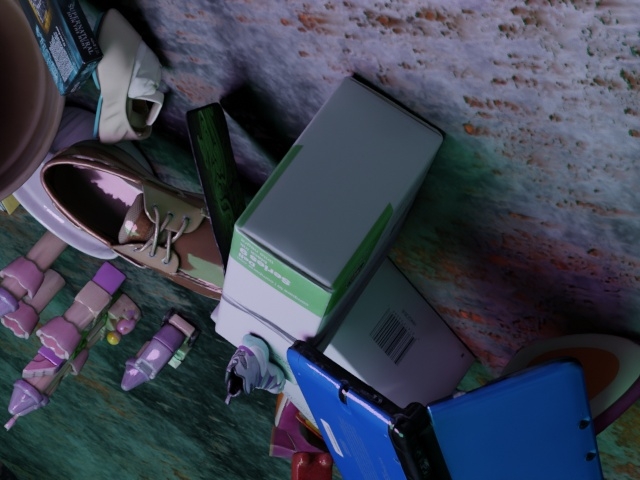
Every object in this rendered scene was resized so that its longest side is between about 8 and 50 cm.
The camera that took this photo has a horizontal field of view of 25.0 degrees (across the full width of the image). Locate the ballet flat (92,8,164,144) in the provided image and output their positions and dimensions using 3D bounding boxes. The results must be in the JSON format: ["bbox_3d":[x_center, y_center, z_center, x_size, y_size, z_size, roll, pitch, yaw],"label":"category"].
[{"bbox_3d":[-0.219,-0.183,1.663,0.086,0.086,0.248,35,157,7],"label":"ballet flat"}]

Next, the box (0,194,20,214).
[{"bbox_3d":[-0.560,-0.125,2.239,0.232,0.058,0.087,26,154,26],"label":"box"}]

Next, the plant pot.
[{"bbox_3d":[-0.505,-0.201,1.777,0.323,0.323,0.280,49,169,-25],"label":"plant pot"}]

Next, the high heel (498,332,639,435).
[{"bbox_3d":[0.261,0.212,1.626,0.181,0.127,0.377,22,145,-33],"label":"high heel"}]

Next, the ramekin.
[{"bbox_3d":[-0.317,-0.083,1.918,0.207,0.109,0.207,30,154,16],"label":"ramekin"}]

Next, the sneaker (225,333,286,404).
[{"bbox_3d":[-0.077,0.151,1.538,0.038,0.069,0.098,18,151,36],"label":"sneaker"}]

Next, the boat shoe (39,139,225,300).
[{"bbox_3d":[-0.196,-0.013,1.714,0.324,0.123,0.116,25,-167,13],"label":"boat shoe"}]

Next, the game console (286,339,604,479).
[{"bbox_3d":[0.133,0.192,1.494,0.250,0.173,0.293,32,157,34],"label":"game console"}]

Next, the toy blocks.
[{"bbox_3d":[-0.408,0.188,2.341,0.309,0.260,0.288,37,156,3],"label":"toy blocks"}]

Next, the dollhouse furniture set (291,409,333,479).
[{"bbox_3d":[0.084,0.397,2.108,0.374,0.201,0.152,40,156,-6],"label":"dollhouse furniture set"}]

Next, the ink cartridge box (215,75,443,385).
[{"bbox_3d":[0.000,0.000,1.501,0.121,0.211,0.289,32,155,6],"label":"ink cartridge box"}]

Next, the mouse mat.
[{"bbox_3d":[-0.107,-0.055,1.587,0.007,0.152,0.190,-13,98,12],"label":"mouse mat"}]

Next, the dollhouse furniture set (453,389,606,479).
[{"bbox_3d":[0.193,0.368,1.914,0.303,0.198,0.286,28,154,22],"label":"dollhouse furniture set"}]

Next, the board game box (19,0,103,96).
[{"bbox_3d":[-0.298,-0.261,1.579,0.186,0.026,0.126,66,156,2],"label":"board game box"}]

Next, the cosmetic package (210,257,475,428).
[{"bbox_3d":[0.024,0.121,1.781,0.224,0.138,0.224,48,155,-22],"label":"cosmetic package"}]

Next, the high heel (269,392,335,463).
[{"bbox_3d":[-0.013,0.279,2.217,0.117,0.082,0.244,8,140,-2],"label":"high heel"}]
